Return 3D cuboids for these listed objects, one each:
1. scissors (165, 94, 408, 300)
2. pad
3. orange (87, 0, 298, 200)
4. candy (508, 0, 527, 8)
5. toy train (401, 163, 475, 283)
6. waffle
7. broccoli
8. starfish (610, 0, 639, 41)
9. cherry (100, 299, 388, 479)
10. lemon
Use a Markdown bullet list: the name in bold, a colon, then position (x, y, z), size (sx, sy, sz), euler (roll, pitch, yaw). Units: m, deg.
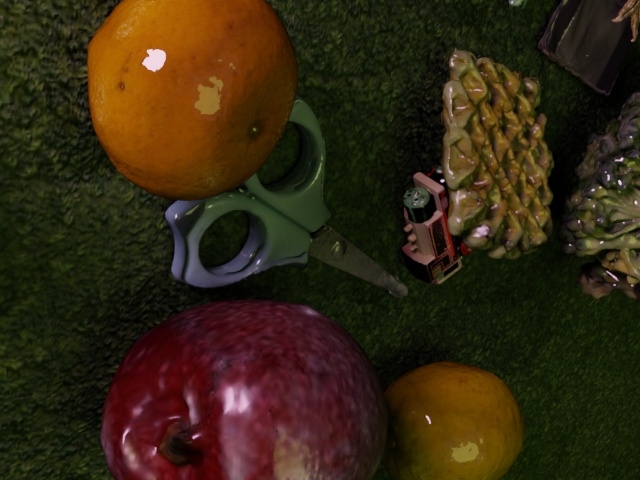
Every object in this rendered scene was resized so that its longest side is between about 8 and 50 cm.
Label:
- **scissors**: position (0.001, 0.001, 0.813), size (0.360, 0.029, 0.191), euler (32, 91, -48)
- **pad**: position (0.340, -0.295, 0.941), size (0.174, 0.022, 0.233), euler (13, 105, -45)
- **orange**: position (-0.093, -0.109, 0.578), size (0.159, 0.136, 0.159), euler (-44, 154, -28)
- **candy**: position (0.274, -0.424, 0.754), size (0.119, 0.119, 0.439), euler (-5, 126, -40)
- **toy train**: position (0.126, -0.018, 0.901), size (0.087, 0.050, 0.138), euler (-35, 134, -16)
- **waffle**: position (0.185, -0.081, 0.862), size (0.223, 0.054, 0.204), euler (2, 82, -51)
- **broccoli**: position (0.452, -0.068, 1.051), size (0.324, 0.272, 0.334), euler (-25, 155, 27)
- **starfish**: position (0.367, -0.278, 0.948), size (0.092, 0.016, 0.086), euler (-44, 137, -7)
- **cherry**: position (-0.054, 0.152, 0.716), size (0.300, 0.230, 0.202), euler (11, 73, -58)
- **lemon**: position (0.156, 0.227, 1.003), size (0.207, 0.170, 0.170), euler (2, 114, -44)
